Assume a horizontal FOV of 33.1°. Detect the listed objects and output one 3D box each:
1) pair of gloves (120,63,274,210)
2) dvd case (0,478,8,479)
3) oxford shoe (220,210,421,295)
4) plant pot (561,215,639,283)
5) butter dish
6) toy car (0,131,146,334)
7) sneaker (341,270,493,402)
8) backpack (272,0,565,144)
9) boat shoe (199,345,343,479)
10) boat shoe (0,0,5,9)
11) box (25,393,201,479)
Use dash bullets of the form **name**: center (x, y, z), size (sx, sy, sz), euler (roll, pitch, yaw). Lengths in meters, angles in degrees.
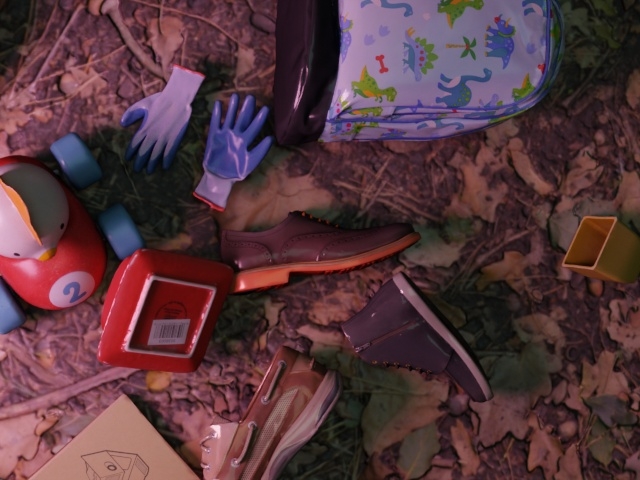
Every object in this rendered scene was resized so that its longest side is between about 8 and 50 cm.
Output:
- **pair of gloves**: center (-0.166, -0.140, 1.422), size (0.198, 0.023, 0.159), euler (26, 90, 6)
- **dvd case**: center (-0.458, 0.356, 1.376), size (0.087, 0.013, 0.120), euler (17, 85, -9)
- **oxford shoe**: center (0.000, 0.000, 1.435), size (0.271, 0.097, 0.099), euler (-11, 83, -10)
- **plant pot**: center (0.407, 0.020, 1.514), size (0.083, 0.081, 0.081), euler (29, 82, -20)
- **butter dish**: center (-0.217, 0.077, 1.384), size (0.160, 0.118, 0.160), euler (12, 103, -42)
- **toy car**: center (-0.347, -0.014, 1.300), size (0.219, 0.238, 0.210), euler (-32, 93, -10)
- **sneaker**: center (0.134, 0.156, 1.468), size (0.118, 0.083, 0.222), euler (-39, 101, 9)
- **backpack**: center (0.137, -0.259, 1.409), size (0.355, 0.273, 0.290), euler (7, 82, -20)
- **boat shoe**: center (-0.104, 0.277, 1.396), size (0.116, 0.123, 0.324), euler (39, 72, -2)
- **boat shoe**: center (-0.482, -0.239, 1.345), size (0.123, 0.123, 0.342), euler (24, 83, -8)
- **box**: center (-0.279, 0.327, 1.405), size (0.201, 0.021, 0.164), euler (-41, 94, -9)
